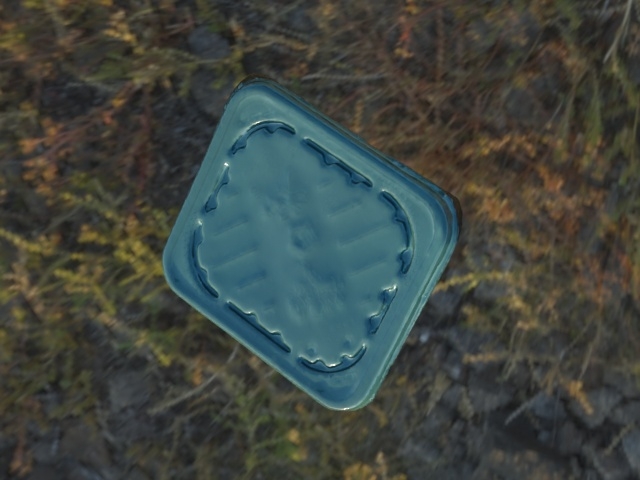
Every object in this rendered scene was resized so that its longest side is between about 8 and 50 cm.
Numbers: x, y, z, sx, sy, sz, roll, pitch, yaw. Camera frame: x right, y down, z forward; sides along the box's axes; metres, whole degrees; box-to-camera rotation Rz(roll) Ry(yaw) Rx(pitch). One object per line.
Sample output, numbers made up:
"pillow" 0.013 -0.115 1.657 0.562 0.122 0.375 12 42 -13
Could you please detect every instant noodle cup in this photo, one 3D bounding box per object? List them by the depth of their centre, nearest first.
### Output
"instant noodle cup" 0.000 0.000 0.919 0.179 0.070 0.157 35 111 23
